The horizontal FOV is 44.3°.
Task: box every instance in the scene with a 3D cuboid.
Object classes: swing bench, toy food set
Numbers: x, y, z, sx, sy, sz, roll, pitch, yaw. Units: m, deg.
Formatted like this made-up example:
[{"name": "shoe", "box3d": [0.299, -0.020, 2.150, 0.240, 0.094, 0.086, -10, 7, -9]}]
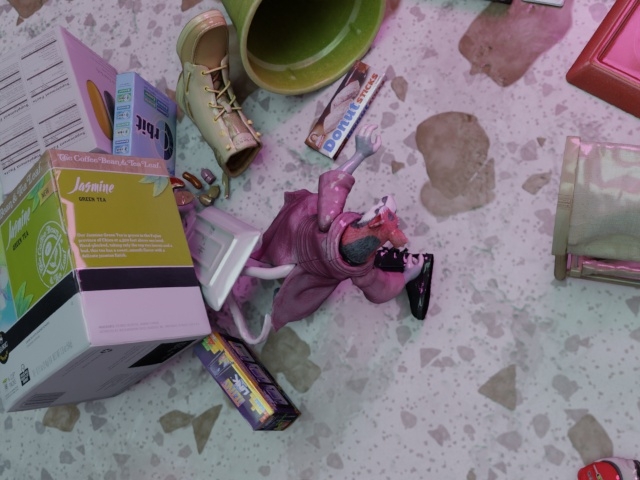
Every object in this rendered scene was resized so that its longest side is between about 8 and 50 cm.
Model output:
[{"name": "swing bench", "box3d": [0.463, -0.023, 1.096, 0.253, 0.255, 0.165, 8, 81, 19]}, {"name": "toy food set", "box3d": [-0.230, -0.098, 1.451, 0.122, 0.019, 0.078, -2, 71, 0]}]

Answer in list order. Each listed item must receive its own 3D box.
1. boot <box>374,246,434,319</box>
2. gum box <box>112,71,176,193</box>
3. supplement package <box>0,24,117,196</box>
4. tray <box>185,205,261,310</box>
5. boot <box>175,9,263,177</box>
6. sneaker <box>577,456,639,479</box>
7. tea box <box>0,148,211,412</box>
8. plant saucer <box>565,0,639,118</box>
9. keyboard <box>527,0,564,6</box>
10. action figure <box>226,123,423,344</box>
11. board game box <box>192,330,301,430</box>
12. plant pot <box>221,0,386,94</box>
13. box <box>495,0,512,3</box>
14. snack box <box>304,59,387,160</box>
[{"name": "boot", "box3d": [0.131, 0.068, 1.295, 0.099, 0.045, 0.121, 4, 75, 19]}, {"name": "gum box", "box3d": [-0.319, -0.190, 1.437, 0.041, 0.157, 0.184, -5, 77, 17]}, {"name": "supplement package", "box3d": [-0.478, -0.211, 1.470, 0.198, 0.199, 0.262, -25, 72, 10]}, {"name": "tray", "box3d": [-0.190, 0.018, 1.328, 0.145, 0.030, 0.270, -60, 28, -3]}, {"name": "boot", "box3d": [-0.171, -0.247, 1.366, 0.095, 0.262, 0.203, -22, 69, -27]}, {"name": "sneaker", "box3d": [0.423, 0.448, 1.103, 0.118, 0.107, 0.279, -16, 69, 33]}, {"name": "tea box", "box3d": [-0.390, 0.071, 1.304, 0.329, 0.220, 0.323, -35, 65, 39]}, {"name": "plant saucer", "box3d": [0.566, -0.311, 1.239, 0.258, 0.048, 0.259, 34, 90, 22]}, {"name": "keyboard", "box3d": [0.418, -0.525, 1.355, 0.072, 0.014, 0.256, 17, 84, 15]}, {"name": "action figure", "box3d": [0.000, 0.000, 1.182, 0.276, 0.370, 0.248, -29, 95, -21]}, {"name": "board game box", "box3d": [-0.118, 0.232, 1.287, 0.048, 0.141, 0.170, -43, 68, 4]}, {"name": "plant pot", "box3d": [-0.069, -0.440, 1.377, 0.276, 0.276, 0.254, -40, 58, 6]}, {"name": "box", "box3d": [0.282, -0.545, 1.377, 0.183, 0.056, 0.231, 18, 84, 21]}, {"name": "snack box", "box3d": [0.045, -0.232, 1.401, 0.064, 0.022, 0.178, 32, 88, 20]}]
